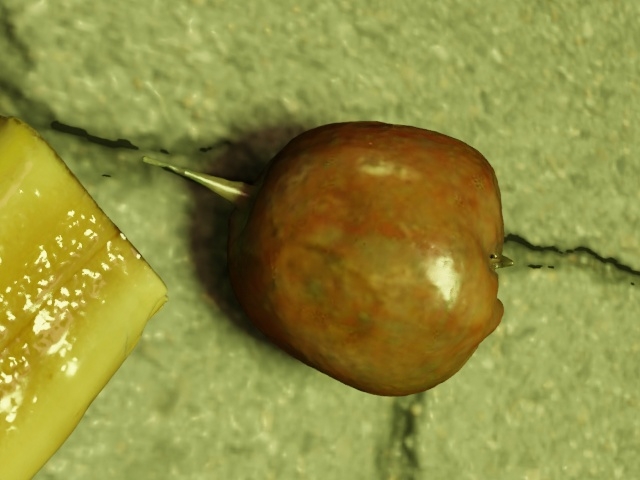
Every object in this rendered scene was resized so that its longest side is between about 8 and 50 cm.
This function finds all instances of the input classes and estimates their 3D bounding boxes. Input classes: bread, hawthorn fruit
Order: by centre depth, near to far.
[{"bbox_3d":[-0.160,0.038,0.597,0.173,0.085,0.134,-48,115,-28],"label":"bread"},{"bbox_3d":[0.015,-0.002,0.704,0.189,0.149,0.149,29,65,14],"label":"hawthorn fruit"}]
